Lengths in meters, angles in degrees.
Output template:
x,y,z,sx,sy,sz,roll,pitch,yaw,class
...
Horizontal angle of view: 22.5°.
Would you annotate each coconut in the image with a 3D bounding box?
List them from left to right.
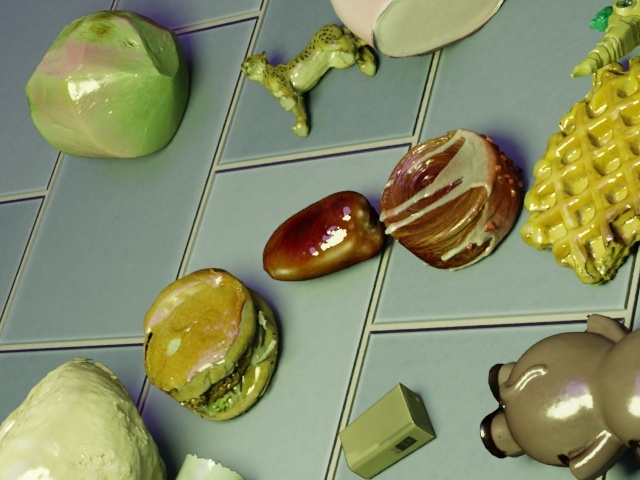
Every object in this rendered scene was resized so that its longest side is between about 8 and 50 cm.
x,y,z,sx,sy,sz,roll,pitch,yaw,class
-0.287,-0.212,2.198,0.236,0.236,0.205,-4,94,40,coconut

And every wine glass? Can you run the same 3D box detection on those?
x,y,z,sx,sy,sz,roll,pitch,yaw,class
-0.152,0.340,1.771,0.093,0.093,0.202,6,68,44,wine glass

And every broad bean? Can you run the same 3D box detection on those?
x,y,z,sx,sy,sz,roll,pitch,yaw,class
0.000,0.000,1.876,0.165,0.084,0.114,-25,11,27,broad bean

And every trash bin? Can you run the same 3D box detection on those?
x,y,z,sx,sy,sz,roll,pitch,yaw,class
0.069,0.205,1.707,0.092,0.043,0.061,-39,43,20,trash bin

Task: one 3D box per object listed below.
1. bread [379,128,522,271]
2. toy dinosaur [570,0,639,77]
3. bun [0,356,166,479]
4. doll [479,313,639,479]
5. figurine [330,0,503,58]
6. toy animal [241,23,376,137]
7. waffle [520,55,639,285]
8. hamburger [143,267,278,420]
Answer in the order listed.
x,y,z,sx,sy,sz,roll,pitch,yaw,class
0.148,-0.046,1.786,0.160,0.073,0.160,-26,44,29,bread
0.341,-0.245,1.702,0.259,0.094,0.153,-32,34,-17,toy dinosaur
-0.303,0.308,1.811,0.360,0.211,0.360,-50,7,9,bun
0.268,0.150,1.508,0.257,0.117,0.182,-11,57,37,doll
0.109,-0.396,1.997,0.284,0.206,0.316,-50,47,11,figurine
-0.007,-0.233,2.058,0.181,0.073,0.136,-40,41,11,toy animal
0.332,-0.079,1.661,0.291,0.051,0.291,-26,46,30,waffle
-0.122,0.127,1.889,0.185,0.113,0.177,-2,55,32,hamburger
